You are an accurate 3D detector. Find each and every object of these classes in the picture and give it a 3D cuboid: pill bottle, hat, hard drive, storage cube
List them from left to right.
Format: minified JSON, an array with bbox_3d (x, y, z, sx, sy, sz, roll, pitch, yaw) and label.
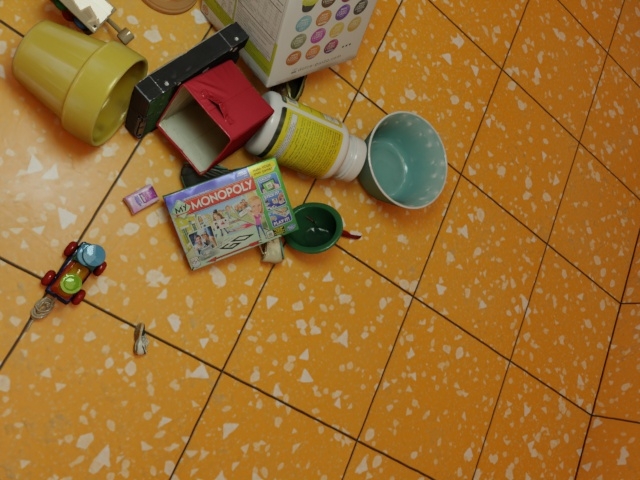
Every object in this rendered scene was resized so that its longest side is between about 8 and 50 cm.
[{"bbox_3d":[-0.352,-0.414,1.597,0.064,0.237,0.339,48,64,-4],"label":"hard drive"},{"bbox_3d":[-0.272,-0.321,1.601,0.184,0.215,0.193,49,47,-5],"label":"storage cube"},{"bbox_3d":[-0.039,-0.289,1.795,0.334,0.188,0.188,19,75,-27],"label":"pill bottle"},{"bbox_3d":[0.000,0.000,1.879,0.208,0.183,0.173,11,66,13],"label":"hat"}]

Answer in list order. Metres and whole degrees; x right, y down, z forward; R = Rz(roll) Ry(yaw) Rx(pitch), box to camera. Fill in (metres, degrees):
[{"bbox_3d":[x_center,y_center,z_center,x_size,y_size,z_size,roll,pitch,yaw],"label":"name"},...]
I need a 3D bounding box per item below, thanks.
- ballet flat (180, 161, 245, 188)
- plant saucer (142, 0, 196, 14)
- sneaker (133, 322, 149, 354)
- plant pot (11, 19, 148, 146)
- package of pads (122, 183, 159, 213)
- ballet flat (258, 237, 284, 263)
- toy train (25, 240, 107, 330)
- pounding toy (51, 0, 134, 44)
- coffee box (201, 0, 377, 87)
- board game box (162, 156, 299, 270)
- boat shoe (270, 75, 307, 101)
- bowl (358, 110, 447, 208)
[{"bbox_3d":[-0.252,-0.168,1.719,0.280,0.095,0.096,-1,94,-20],"label":"ballet flat"},{"bbox_3d":[-0.428,-0.733,1.708,0.200,0.037,0.200,4,82,-29],"label":"plant saucer"},{"bbox_3d":[-0.459,0.253,1.578,0.037,0.032,0.083,10,84,-43],"label":"sneaker"},{"bbox_3d":[-0.582,-0.393,1.470,0.239,0.254,0.254,32,68,-7],"label":"plant pot"},{"bbox_3d":[-0.471,-0.108,1.610,0.083,0.032,0.050,-35,105,-29],"label":"package of pads"},{"bbox_3d":[-0.156,-0.054,1.766,0.086,0.086,0.248,-6,88,-31],"label":"ballet flat"},{"bbox_3d":[-0.600,0.112,1.442,0.105,0.143,0.248,39,66,-20],"label":"toy train"},{"bbox_3d":[-0.570,-0.553,1.522,0.094,0.181,0.206,-50,120,-8],"label":"pounding toy"},{"bbox_3d":[-0.079,-0.688,1.669,0.337,0.334,0.338,-28,71,-30],"label":"coffee box"},{"bbox_3d":[-0.239,-0.075,1.665,0.317,0.046,0.213,-22,106,-14],"label":"board game box"},{"bbox_3d":[-0.075,-0.540,1.851,0.110,0.104,0.307,10,78,-28],"label":"boat shoe"},{"bbox_3d":[0.239,-0.242,1.966,0.311,0.163,0.311,4,82,-29],"label":"bowl"}]
